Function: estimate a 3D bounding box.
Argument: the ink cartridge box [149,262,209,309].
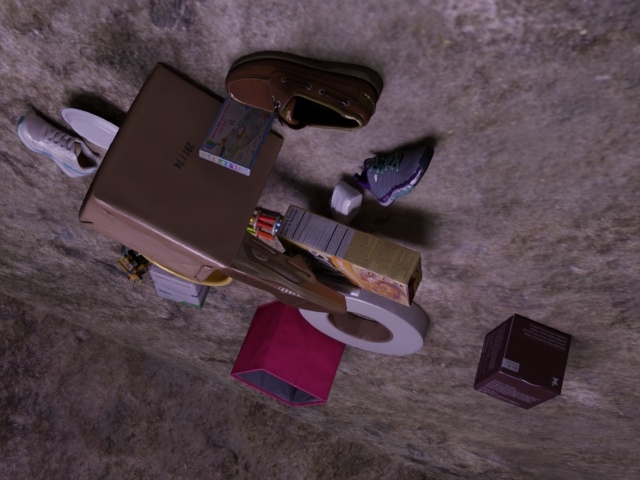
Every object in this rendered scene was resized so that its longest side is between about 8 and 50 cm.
[{"bbox_3d":[-0.455,0.127,2.356,0.160,0.093,0.219,19,154,4],"label":"ink cartridge box"}]

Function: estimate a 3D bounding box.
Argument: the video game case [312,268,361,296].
[{"bbox_3d":[0.026,0.067,1.793,0.173,0.190,0.022,15,114,4],"label":"video game case"}]

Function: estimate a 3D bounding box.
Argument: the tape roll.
[{"bbox_3d":[0.125,0.226,2.138,0.392,0.072,0.392,17,153,9],"label":"tape roll"}]

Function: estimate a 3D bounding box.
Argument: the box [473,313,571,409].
[{"bbox_3d":[0.530,0.326,1.914,0.168,0.167,0.203,22,154,-1],"label":"box"}]

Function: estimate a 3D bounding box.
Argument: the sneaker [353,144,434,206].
[{"bbox_3d":[0.136,-0.136,1.418,0.098,0.083,0.223,30,154,-8],"label":"sneaker"}]

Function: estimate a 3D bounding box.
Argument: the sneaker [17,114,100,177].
[{"bbox_3d":[-0.652,-0.243,1.811,0.092,0.087,0.228,-5,151,31],"label":"sneaker"}]

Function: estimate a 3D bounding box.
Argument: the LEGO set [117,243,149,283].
[{"bbox_3d":[-0.399,0.022,1.920,0.192,0.255,0.331,46,145,11],"label":"LEGO set"}]

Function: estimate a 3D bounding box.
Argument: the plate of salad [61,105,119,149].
[{"bbox_3d":[-0.509,-0.261,1.697,0.199,0.048,0.200,21,165,6],"label":"plate of salad"}]

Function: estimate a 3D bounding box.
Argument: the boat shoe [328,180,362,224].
[{"bbox_3d":[0.048,-0.079,1.622,0.063,0.066,0.184,47,170,12],"label":"boat shoe"}]

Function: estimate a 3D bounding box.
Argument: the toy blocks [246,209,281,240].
[{"bbox_3d":[-0.142,-0.031,1.859,0.148,0.054,0.123,18,154,5],"label":"toy blocks"}]

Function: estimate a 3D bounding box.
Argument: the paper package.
[{"bbox_3d":[-0.279,-0.128,1.465,0.309,0.325,0.168,29,154,-18],"label":"paper package"}]

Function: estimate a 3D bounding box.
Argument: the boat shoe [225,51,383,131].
[{"bbox_3d":[-0.048,-0.258,1.286,0.307,0.104,0.111,8,151,26],"label":"boat shoe"}]

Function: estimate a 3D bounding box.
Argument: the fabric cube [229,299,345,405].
[{"bbox_3d":[-0.098,0.369,2.369,0.259,0.258,0.254,32,152,-20],"label":"fabric cube"}]

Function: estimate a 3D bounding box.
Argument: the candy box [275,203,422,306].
[{"bbox_3d":[0.070,0.036,1.644,0.316,0.088,0.183,20,165,16],"label":"candy box"}]

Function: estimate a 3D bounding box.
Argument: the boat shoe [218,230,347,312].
[{"bbox_3d":[-0.067,0.074,1.621,0.341,0.110,0.121,28,159,-32],"label":"boat shoe"}]

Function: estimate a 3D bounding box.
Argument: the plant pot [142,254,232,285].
[{"bbox_3d":[-0.279,-0.055,1.702,0.254,0.239,0.254,17,153,9],"label":"plant pot"}]

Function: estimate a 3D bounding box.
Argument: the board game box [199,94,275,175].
[{"bbox_3d":[-0.157,-0.211,1.404,0.103,0.154,0.026,22,155,-1],"label":"board game box"}]
